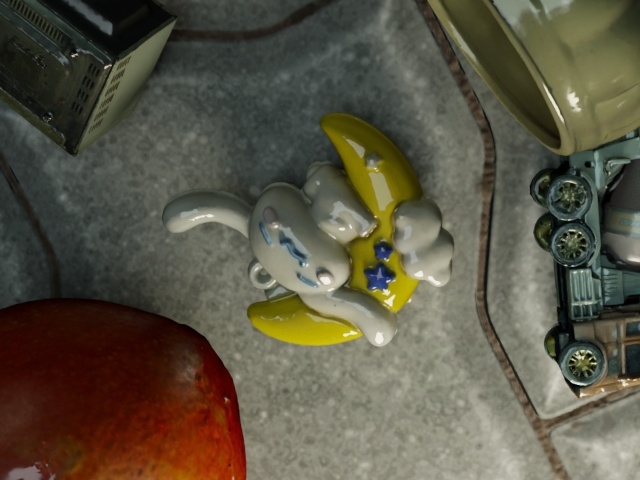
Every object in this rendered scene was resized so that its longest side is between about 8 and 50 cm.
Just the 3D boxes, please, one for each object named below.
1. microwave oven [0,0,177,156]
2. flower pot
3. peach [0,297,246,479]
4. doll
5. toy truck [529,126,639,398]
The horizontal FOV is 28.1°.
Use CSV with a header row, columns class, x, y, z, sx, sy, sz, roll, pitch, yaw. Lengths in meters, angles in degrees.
class,x,y,z,sx,sy,sz,roll,pitch,yaw
microwave oven,-0.276,-0.211,1.278,0.205,0.129,0.163,37,134,4
flower pot,0.226,-0.253,1.105,0.244,0.307,0.307,-36,91,1
peach,-0.255,0.229,1.276,0.388,0.388,0.388,3,102,13
doll,0.000,0.000,1.288,0.237,0.111,0.252,-37,100,18
toy truck,0.283,0.015,1.230,0.140,0.108,0.257,-6,97,1
